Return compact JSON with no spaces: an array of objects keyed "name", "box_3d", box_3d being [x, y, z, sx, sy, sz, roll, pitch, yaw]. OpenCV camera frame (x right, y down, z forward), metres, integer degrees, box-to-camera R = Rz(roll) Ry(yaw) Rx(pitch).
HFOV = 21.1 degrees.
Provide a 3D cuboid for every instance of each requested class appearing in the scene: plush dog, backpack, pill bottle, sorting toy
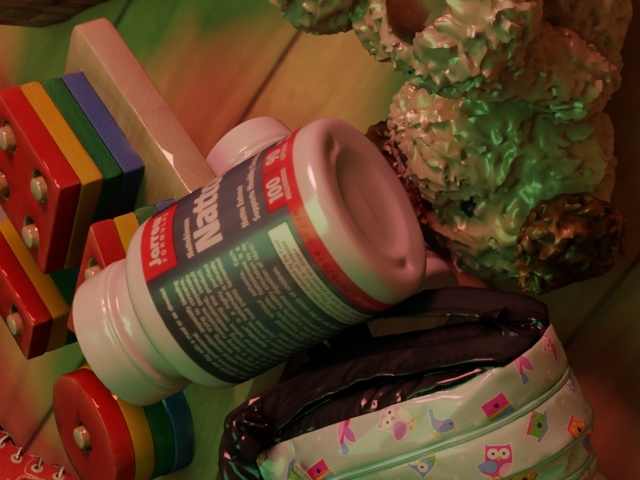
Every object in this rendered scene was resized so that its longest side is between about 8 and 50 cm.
[{"name":"plush dog","box_3d":[0.101,-0.087,0.957,0.262,0.211,0.225,-141,46,-61]},{"name":"backpack","box_3d":[0.055,0.099,0.914,0.182,0.152,0.115,-18,106,29]},{"name":"pill bottle","box_3d":[-0.043,0.019,0.939,0.180,0.108,0.108,-29,72,24]},{"name":"sorting toy","box_3d":[-0.139,0.037,1.135,0.255,0.089,0.257,55,147,25]},{"name":"pill bottle","box_3d":[0.000,0.000,1.073,0.169,0.094,0.094,47,120,29]}]

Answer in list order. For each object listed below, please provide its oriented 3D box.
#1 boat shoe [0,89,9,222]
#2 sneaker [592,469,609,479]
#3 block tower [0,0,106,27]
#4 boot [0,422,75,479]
[{"name":"boat shoe","box_3d":[-0.309,-0.097,1.317,0.088,0.096,0.267,-42,81,35]},{"name":"sneaker","box_3d":[0.035,0.175,1.040,0.292,0.108,0.169,-47,66,33]},{"name":"block tower","box_3d":[-0.122,-0.232,1.174,0.335,0.091,0.097,-14,81,40]},{"name":"boot","box_3d":[-0.248,0.142,1.312,0.176,0.088,0.244,1,66,9]}]
